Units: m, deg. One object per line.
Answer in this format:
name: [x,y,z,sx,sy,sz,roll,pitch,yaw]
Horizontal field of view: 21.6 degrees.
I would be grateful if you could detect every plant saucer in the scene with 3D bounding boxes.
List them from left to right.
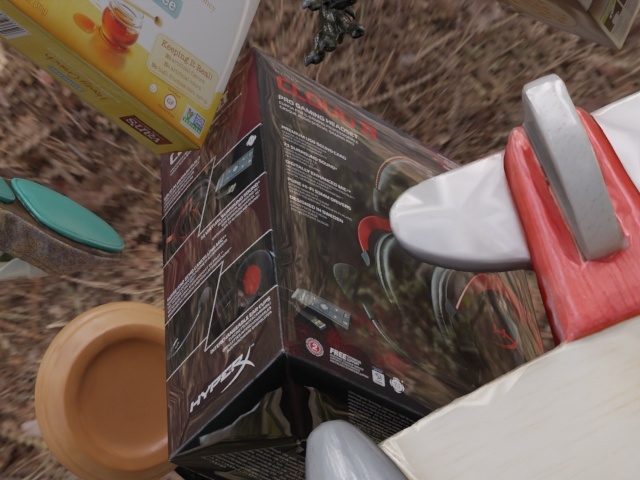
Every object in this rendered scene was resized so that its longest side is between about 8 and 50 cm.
plant saucer: [-0.203,0.165,1.786,0.200,0.037,0.200,-1,92,-26]

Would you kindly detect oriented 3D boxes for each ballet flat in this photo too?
ballet flat: [-0.340,-0.018,1.748,0.106,0.316,0.107,-47,49,12]

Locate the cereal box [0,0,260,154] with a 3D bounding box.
cereal box: [-0.099,-0.195,0.981,0.173,0.047,0.240,36,63,-37]

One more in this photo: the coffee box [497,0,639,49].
coffee box: [0.200,-0.275,1.527,0.141,0.246,0.098,25,89,28]

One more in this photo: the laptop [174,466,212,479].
laptop: [-0.068,0.180,1.862,0.264,0.136,0.234,44,78,-11]

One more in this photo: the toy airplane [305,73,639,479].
toy airplane: [0.181,0.094,0.820,0.384,0.272,0.386,23,95,0]

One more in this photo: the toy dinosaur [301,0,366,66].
toy dinosaur: [-0.011,-0.159,0.845,0.064,0.268,0.118,-24,78,14]

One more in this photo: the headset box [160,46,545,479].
headset box: [0.020,0.031,1.023,0.218,0.293,0.110,28,124,-28]
